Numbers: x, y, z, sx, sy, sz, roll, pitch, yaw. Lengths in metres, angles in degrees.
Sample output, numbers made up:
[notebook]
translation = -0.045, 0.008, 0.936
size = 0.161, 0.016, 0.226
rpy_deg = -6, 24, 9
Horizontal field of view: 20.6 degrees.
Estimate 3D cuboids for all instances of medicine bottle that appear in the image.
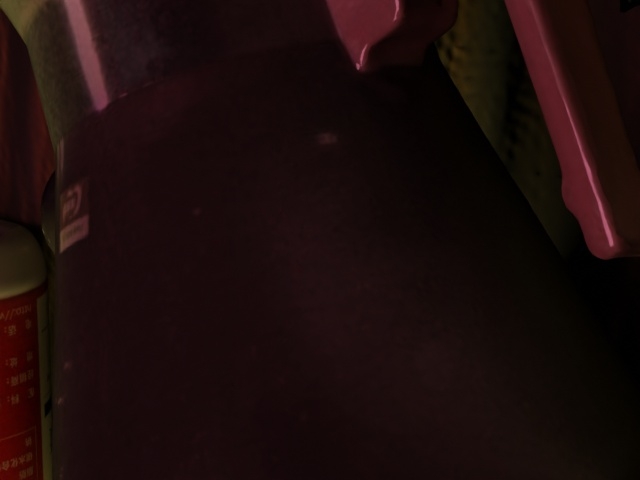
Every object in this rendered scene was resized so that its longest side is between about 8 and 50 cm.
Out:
[medicine bottle]
translation = -0.218, 0.116, 1.009
size = 0.131, 0.131, 0.250
rpy_deg = 12, 108, 42

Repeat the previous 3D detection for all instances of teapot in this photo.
[teapot]
translation = 0.000, 0.000, 0.698
size = 0.300, 0.253, 0.344
rpy_deg = -27, 76, 45

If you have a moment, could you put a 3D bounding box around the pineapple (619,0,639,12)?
[pineapple]
translation = 0.155, -0.178, 0.619
size = 0.225, 0.076, 0.225
rpy_deg = 11, 106, 43

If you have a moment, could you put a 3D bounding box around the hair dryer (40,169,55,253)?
[hair dryer]
translation = -0.069, 0.069, 0.914
size = 0.114, 0.070, 0.248
rpy_deg = 4, 110, 42
